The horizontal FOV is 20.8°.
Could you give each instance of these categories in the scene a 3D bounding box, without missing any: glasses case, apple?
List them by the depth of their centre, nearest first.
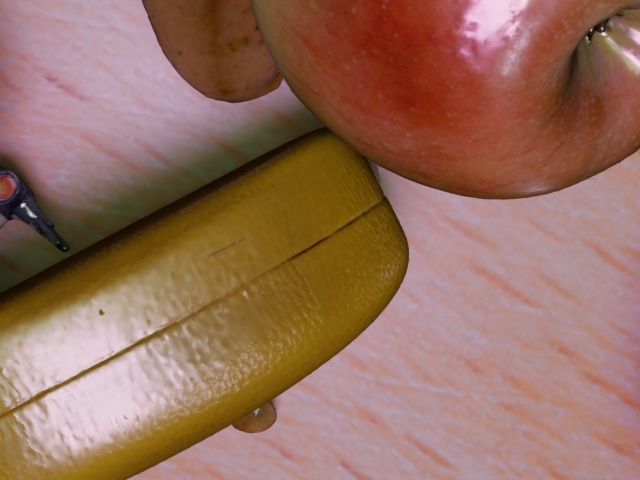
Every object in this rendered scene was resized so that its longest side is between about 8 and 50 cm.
[{"bbox_3d":[0.114,-0.183,1.085,0.277,0.319,0.319,44,98,26],"label":"apple"},{"bbox_3d":[-0.111,0.064,1.135,0.371,0.173,0.141,-29,95,-10],"label":"glasses case"}]

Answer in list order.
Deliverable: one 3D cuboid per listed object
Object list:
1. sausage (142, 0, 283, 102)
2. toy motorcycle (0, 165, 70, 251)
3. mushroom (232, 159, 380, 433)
[{"bbox_3d":[-0.083,-0.338,1.155,0.136,0.123,0.501,-7,104,-29],"label":"sausage"},{"bbox_3d":[-0.202,0.047,1.248,0.263,0.091,0.157,31,91,-10],"label":"toy motorcycle"},{"bbox_3d":[0.001,0.001,1.274,0.068,0.043,0.306,14,100,-31],"label":"mushroom"}]
